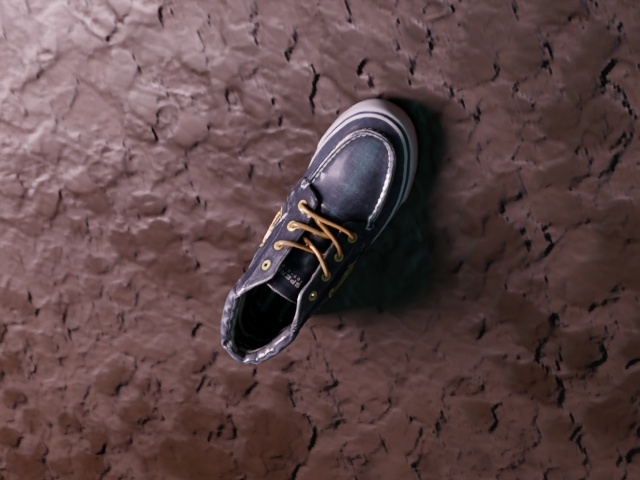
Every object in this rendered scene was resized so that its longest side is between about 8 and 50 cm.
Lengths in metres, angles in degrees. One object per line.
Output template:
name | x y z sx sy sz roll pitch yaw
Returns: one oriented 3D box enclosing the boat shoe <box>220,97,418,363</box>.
boat shoe | 0.000 0.000 1.001 0.065 0.083 0.183 32 123 3
